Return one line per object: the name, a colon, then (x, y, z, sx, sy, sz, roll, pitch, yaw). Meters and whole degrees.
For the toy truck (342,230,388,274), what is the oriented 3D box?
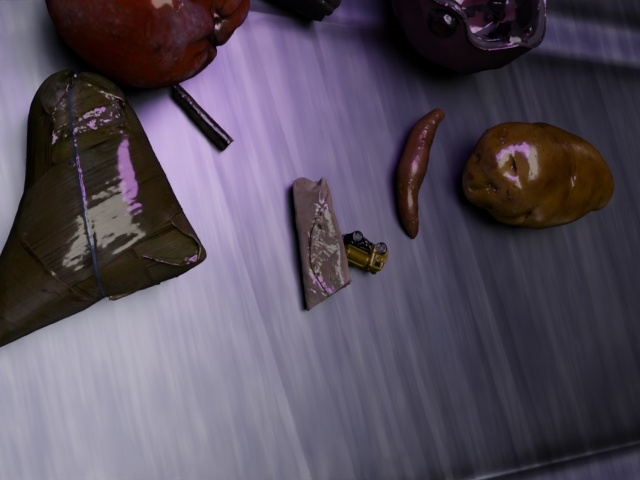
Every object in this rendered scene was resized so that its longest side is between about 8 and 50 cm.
toy truck: (0.076, 0.023, 1.194, 0.083, 0.049, 0.054, 24, 74, -21)

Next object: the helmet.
helmet: (0.252, -0.450, 1.279, 0.338, 0.197, 0.271, 24, 65, -19)

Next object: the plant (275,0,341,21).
plant: (-0.060, -0.497, 1.160, 0.256, 0.142, 0.164, 44, 65, -27)

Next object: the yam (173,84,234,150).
yam: (-0.194, -0.201, 1.106, 0.027, 0.033, 0.129, -43, 98, -1)

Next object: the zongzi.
zongzi: (-0.382, -0.036, 0.917, 0.360, 0.160, 0.323, -28, 89, -21)

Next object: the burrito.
burrito: (0.000, 0.000, 1.148, 0.087, 0.060, 0.226, -10, 87, -8)

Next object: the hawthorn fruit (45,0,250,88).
hawthorn fruit: (-0.242, -0.354, 0.974, 0.284, 0.284, 0.284, 5, 80, -27)

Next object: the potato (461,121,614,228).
potato: (0.449, -0.128, 1.356, 0.369, 0.176, 0.195, 1, 54, -31)

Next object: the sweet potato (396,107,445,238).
sweet potato: (0.176, -0.135, 1.269, 0.078, 0.058, 0.255, 23, 75, -44)
